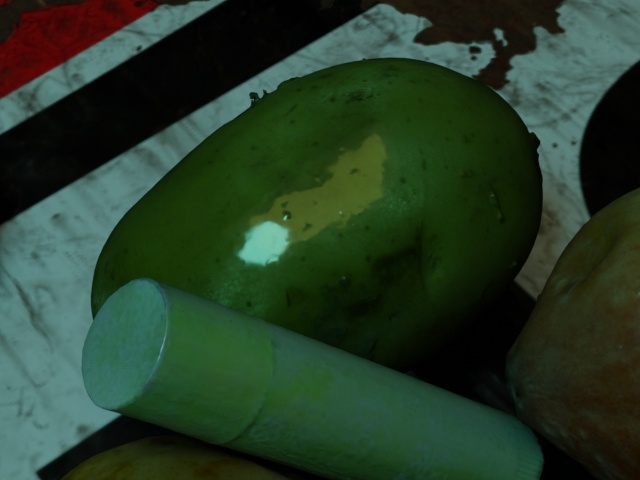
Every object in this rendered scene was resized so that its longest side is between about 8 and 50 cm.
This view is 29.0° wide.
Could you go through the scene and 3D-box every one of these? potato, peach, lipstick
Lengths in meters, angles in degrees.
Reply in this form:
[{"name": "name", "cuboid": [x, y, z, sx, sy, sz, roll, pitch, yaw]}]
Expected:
[{"name": "potato", "cuboid": [0.002, 0.002, 0.814, 0.304, 0.216, 0.216, -41, 60, -13]}, {"name": "peach", "cuboid": [0.219, 0.068, 0.749, 0.233, 0.232, 0.232, -2, 53, 2]}, {"name": "lipstick", "cuboid": [0.012, 0.100, 0.702, 0.076, 0.304, 0.076, -26, 52, 38]}]

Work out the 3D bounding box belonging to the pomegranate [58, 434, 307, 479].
[{"name": "pomegranate", "cuboid": [-0.074, 0.205, 0.674, 0.207, 0.207, 0.207, -2, 53, 2]}]
